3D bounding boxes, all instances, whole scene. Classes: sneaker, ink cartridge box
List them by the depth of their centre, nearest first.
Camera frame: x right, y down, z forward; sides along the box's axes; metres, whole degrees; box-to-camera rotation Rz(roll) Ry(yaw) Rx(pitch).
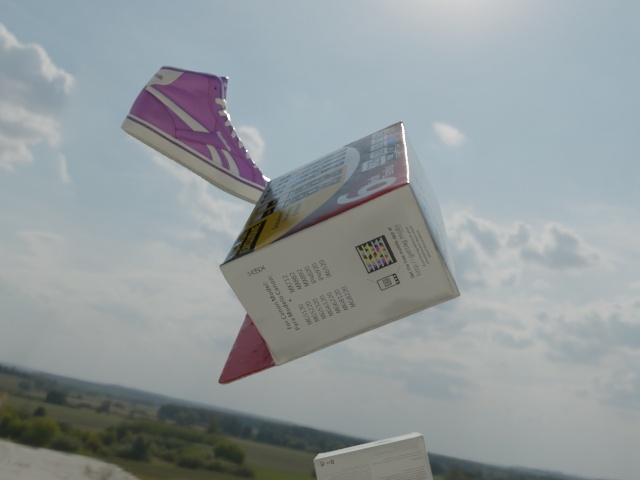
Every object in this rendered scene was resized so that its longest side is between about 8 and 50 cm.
[{"bbox_3d":[0.000,0.000,0.828,0.272,0.130,0.309,-24,16,12],"label":"ink cartridge box"},{"bbox_3d":[-0.154,-0.171,1.139,0.282,0.161,0.102,33,-7,-26],"label":"sneaker"}]

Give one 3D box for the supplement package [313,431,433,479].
[{"bbox_3d":[0.106,0.460,1.250,0.194,0.203,0.149,-13,-13,1],"label":"supplement package"}]
